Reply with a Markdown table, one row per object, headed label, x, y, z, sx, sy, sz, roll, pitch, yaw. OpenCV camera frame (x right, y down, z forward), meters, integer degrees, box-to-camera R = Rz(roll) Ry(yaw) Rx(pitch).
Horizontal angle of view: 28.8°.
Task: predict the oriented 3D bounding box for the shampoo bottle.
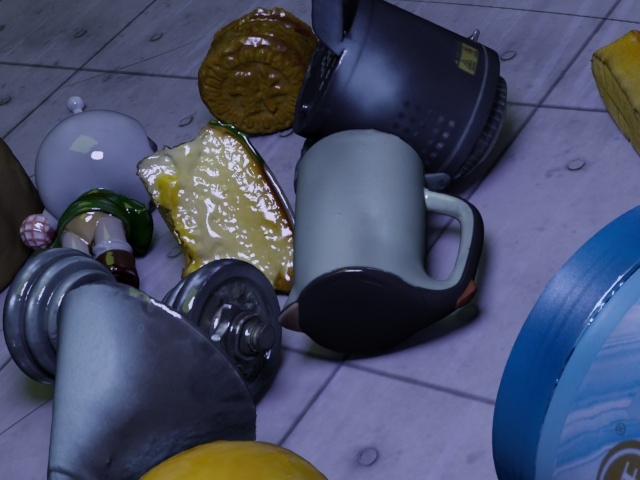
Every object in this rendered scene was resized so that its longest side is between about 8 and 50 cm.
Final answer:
| label | x | y | z | sx | sy | sz | roll | pitch | yaw |
| --- | --- | --- | --- | --- | --- | --- | --- | --- | --- |
| shampoo bottle | 0.363 | 0.173 | 0.939 | 0.331 | 0.331 | 0.343 | -36 | 38 | -15 |

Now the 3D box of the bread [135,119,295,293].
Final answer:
| label | x | y | z | sx | sy | sz | roll | pitch | yaw |
| --- | --- | --- | --- | --- | --- | --- | --- | --- | --- |
| bread | -0.123 | -0.018 | 1.656 | 0.174 | 0.251 | 0.133 | -28 | -8 | -1 |

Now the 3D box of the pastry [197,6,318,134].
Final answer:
| label | x | y | z | sx | sy | sz | roll | pitch | yaw |
| --- | --- | --- | --- | --- | --- | --- | --- | --- | --- |
| pastry | -0.088 | -0.253 | 1.889 | 0.189 | 0.188 | 0.103 | -13 | 40 | 17 |

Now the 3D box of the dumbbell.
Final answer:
| label | x | y | z | sx | sy | sz | roll | pitch | yaw |
| --- | --- | --- | --- | --- | --- | --- | --- | --- | --- |
| dumbbell | -0.218 | 0.101 | 1.503 | 0.406 | 0.179 | 0.179 | 3 | 44 | 38 |

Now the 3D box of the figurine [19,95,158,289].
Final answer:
| label | x | y | z | sx | sy | sz | roll | pitch | yaw |
| --- | --- | --- | --- | --- | --- | --- | --- | --- | --- |
| figurine | -0.323 | -0.058 | 1.801 | 0.281 | 0.167 | 0.370 | -23 | 44 | 11 |

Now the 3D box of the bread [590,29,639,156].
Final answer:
| label | x | y | z | sx | sy | sz | roll | pitch | yaw |
| --- | --- | --- | --- | --- | --- | --- | --- | --- | --- |
| bread | 0.413 | -0.177 | 1.554 | 0.094 | 0.102 | 0.245 | -23 | 34 | 7 |

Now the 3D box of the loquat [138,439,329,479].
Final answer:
| label | x | y | z | sx | sy | sz | roll | pitch | yaw |
| --- | --- | --- | --- | --- | --- | --- | --- | --- | --- |
| loquat | -0.084 | 0.319 | 1.088 | 0.275 | 0.275 | 0.275 | -16 | 36 | 12 |

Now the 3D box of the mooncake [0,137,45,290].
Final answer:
| label | x | y | z | sx | sy | sz | roll | pitch | yaw |
| --- | --- | --- | --- | --- | --- | --- | --- | --- | --- |
| mooncake | -0.624 | -0.033 | 1.915 | 0.378 | 0.200 | 0.378 | -16 | 36 | 12 |

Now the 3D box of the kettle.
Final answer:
| label | x | y | z | sx | sy | sz | roll | pitch | yaw |
| --- | --- | --- | --- | --- | --- | --- | --- | --- | --- |
| kettle | 0.074 | 0.001 | 1.481 | 0.240 | 0.165 | 0.255 | -6 | 40 | 8 |

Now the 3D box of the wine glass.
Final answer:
| label | x | y | z | sx | sy | sz | roll | pitch | yaw |
| --- | --- | --- | --- | --- | --- | --- | --- | --- | --- |
| wine glass | -0.269 | 0.272 | 1.248 | 0.267 | 0.267 | 0.406 | 4 | 44 | 35 |

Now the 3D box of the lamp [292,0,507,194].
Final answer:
| label | x | y | z | sx | sy | sz | roll | pitch | yaw |
| --- | --- | --- | --- | --- | --- | --- | --- | --- | --- |
| lamp | 0.106 | -0.199 | 1.606 | 0.272 | 0.374 | 0.205 | 6 | 37 | -3 |
